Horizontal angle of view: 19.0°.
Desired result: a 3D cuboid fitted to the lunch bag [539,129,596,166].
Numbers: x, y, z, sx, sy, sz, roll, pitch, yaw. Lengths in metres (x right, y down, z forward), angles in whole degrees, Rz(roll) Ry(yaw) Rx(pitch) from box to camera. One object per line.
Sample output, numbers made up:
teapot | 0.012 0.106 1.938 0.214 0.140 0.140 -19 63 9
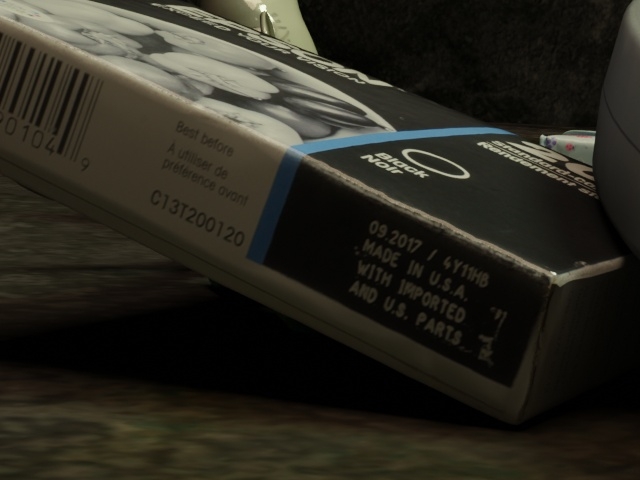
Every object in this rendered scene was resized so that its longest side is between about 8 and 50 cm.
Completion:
lunch bag | 0.150 -0.030 0.981 0.071 0.053 0.083 5 -3 18

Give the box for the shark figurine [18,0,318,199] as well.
shark figurine | -0.050 -0.031 0.864 0.116 0.166 0.278 -23 19 13

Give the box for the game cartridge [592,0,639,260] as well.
game cartridge | 0.172 -0.018 0.504 0.196 0.060 0.294 14 15 1

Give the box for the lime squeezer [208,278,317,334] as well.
lime squeezer | 0.000 0.000 0.699 0.110 0.059 0.310 35 14 15

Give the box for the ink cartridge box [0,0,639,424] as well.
ink cartridge box | 0.011 -0.021 0.559 0.206 0.045 0.208 25 13 23
